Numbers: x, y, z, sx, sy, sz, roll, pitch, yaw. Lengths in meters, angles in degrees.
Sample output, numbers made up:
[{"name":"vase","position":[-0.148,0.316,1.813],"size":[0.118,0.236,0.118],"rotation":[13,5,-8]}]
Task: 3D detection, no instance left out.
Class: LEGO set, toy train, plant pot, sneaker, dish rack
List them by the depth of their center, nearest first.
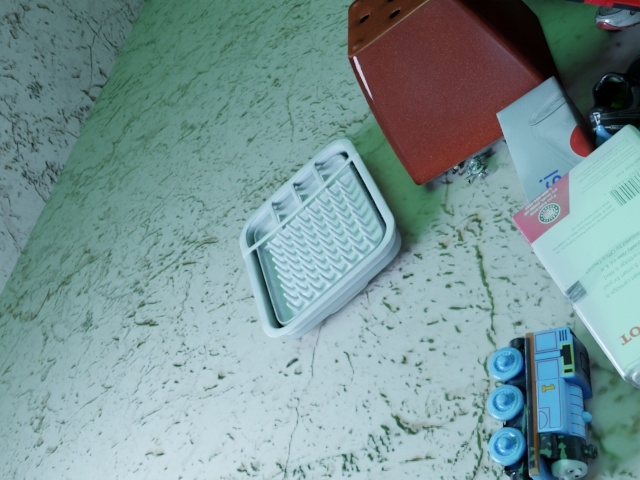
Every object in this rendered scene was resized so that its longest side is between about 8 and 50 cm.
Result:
[{"name":"toy train","position":[0.245,0.185,0.828],"size":[0.105,0.080,0.184],"rotation":[-17,47,32]},{"name":"sneaker","position":[0.399,-0.193,0.970],"size":[0.067,0.078,0.188],"rotation":[-4,35,49]},{"name":"sneaker","position":[0.462,-0.402,1.093],"size":[0.088,0.092,0.225],"rotation":[21,77,55]},{"name":"LEGO set","position":[0.231,-0.115,1.161],"size":[0.083,0.023,0.054],"rotation":[-7,55,46]},{"name":"plant pot","position":[0.184,-0.300,1.177],"size":[0.267,0.236,0.267],"rotation":[-31,35,27]},{"name":"dish rack","position":[0.000,0.000,1.284],"size":[0.285,0.072,0.333],"rotation":[-41,36,14]}]

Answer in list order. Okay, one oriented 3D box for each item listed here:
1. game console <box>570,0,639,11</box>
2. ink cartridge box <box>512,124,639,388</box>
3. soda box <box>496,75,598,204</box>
[{"name":"game console","position":[0.285,-0.319,0.877],"size":[0.386,0.342,0.060],"rotation":[-85,4,-68]},{"name":"ink cartridge box","position":[0.322,0.018,0.752],"size":[0.158,0.092,0.218],"rotation":[-41,47,20]},{"name":"soda box","position":[0.318,-0.081,0.969],"size":[0.098,0.091,0.286],"rotation":[-32,39,26]}]
